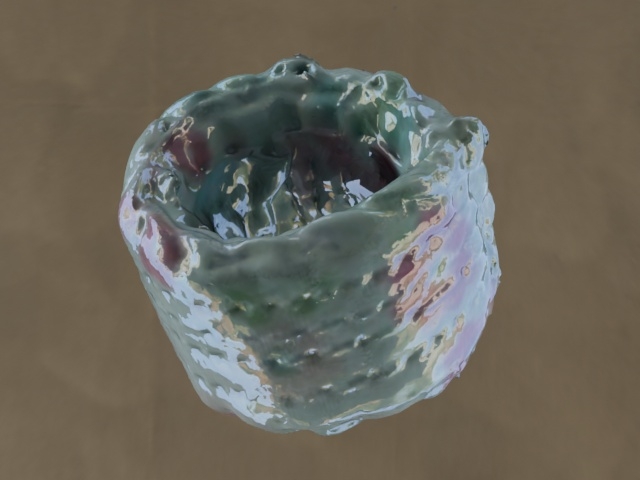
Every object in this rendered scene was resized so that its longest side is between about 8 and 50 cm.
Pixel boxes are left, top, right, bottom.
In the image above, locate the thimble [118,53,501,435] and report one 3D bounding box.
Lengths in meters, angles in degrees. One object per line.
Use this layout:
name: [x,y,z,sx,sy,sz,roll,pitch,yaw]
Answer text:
thimble: [0.000,0.000,1.059,0.211,0.185,0.149,-9,-50,9]
